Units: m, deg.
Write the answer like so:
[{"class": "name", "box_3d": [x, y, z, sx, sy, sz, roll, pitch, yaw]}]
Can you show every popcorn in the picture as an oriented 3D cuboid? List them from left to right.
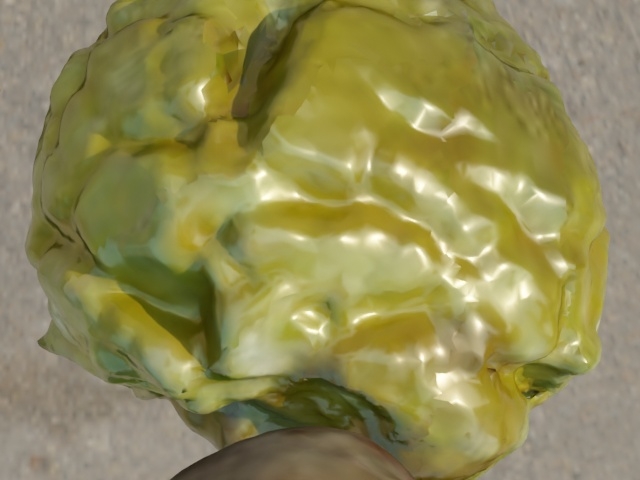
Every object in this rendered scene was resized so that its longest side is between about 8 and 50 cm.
[{"class": "popcorn", "box_3d": [-0.005, -0.003, 0.746, 0.249, 0.249, 0.225, 30, 149, -28]}]

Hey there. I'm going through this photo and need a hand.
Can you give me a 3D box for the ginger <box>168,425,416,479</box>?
[{"class": "ginger", "box_3d": [0.034, 0.187, 0.417, 0.155, 0.304, 0.244, -3, -177, 42]}]
